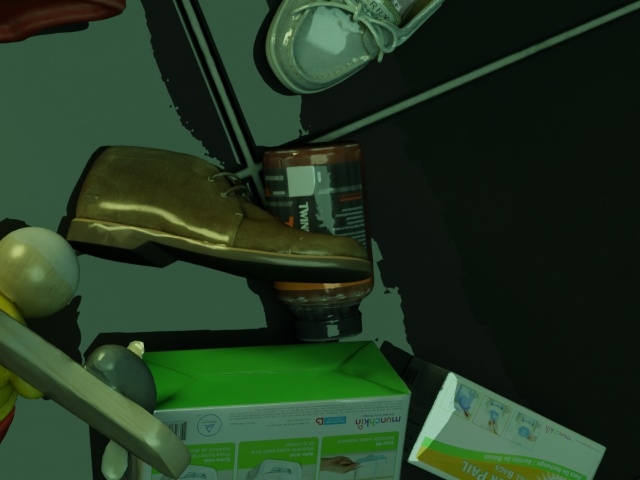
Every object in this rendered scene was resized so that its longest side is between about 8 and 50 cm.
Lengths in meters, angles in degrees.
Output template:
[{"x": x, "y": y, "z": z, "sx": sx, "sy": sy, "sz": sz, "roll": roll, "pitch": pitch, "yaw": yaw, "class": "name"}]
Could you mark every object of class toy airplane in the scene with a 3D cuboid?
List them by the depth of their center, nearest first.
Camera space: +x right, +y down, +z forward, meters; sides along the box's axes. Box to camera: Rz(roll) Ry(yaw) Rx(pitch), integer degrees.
[{"x": -0.318, "y": 0.059, "z": 1.426, "sx": 0.272, "sy": 0.384, "sz": 0.386, "roll": -43, "pitch": 112, "yaw": -41, "class": "toy airplane"}]

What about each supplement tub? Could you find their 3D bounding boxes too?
[{"x": 0.000, "y": 0.000, "z": 1.640, "sx": 0.106, "sy": 0.106, "sz": 0.198, "roll": -7, "pitch": 95, "yaw": -16, "class": "supplement tub"}]

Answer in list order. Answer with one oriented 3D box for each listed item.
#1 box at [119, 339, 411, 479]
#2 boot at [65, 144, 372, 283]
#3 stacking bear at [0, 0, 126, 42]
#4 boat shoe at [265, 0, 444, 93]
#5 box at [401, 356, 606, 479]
[{"x": -0.060, "y": 0.233, "z": 1.595, "sx": 0.262, "sy": 0.127, "sz": 0.231, "roll": -3, "pitch": 114, "yaw": -17, "class": "box"}, {"x": -0.093, "y": -0.024, "z": 1.566, "sx": 0.305, "sy": 0.112, "sz": 0.115, "roll": 10, "pitch": 77, "yaw": 13, "class": "boot"}, {"x": -0.298, "y": -0.349, "z": 1.501, "sx": 0.175, "sy": 0.164, "sz": 0.289, "roll": -9, "pitch": 83, "yaw": 28, "class": "stacking bear"}, {"x": 0.078, "y": -0.271, "z": 1.646, "sx": 0.320, "sy": 0.103, "sz": 0.118, "roll": -39, "pitch": 103, "yaw": -11, "class": "boat shoe"}, {"x": 0.179, "y": 0.216, "z": 1.705, "sx": 0.203, "sy": 0.114, "sz": 0.103, "roll": 27, "pitch": 86, "yaw": -18, "class": "box"}]
